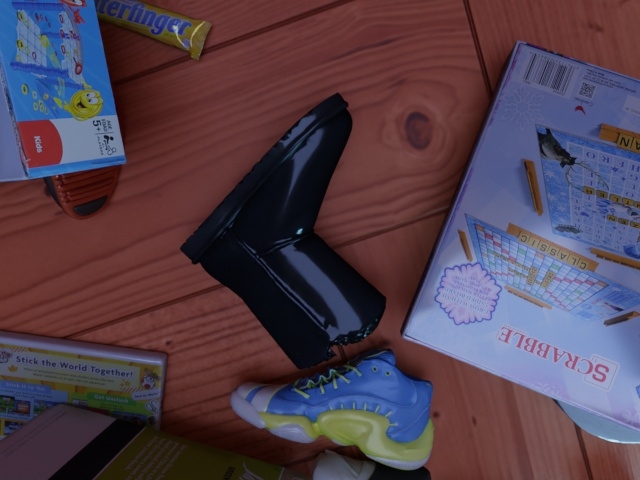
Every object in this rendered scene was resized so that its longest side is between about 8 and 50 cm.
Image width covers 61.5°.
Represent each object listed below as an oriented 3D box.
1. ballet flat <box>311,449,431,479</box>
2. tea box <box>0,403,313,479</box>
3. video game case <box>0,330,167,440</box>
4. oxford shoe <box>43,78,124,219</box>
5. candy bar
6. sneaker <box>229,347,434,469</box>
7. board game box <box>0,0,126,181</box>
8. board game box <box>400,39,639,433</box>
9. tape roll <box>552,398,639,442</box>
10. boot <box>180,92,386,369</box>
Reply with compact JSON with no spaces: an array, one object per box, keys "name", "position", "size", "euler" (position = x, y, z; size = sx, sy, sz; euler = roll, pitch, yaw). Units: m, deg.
[{"name":"ballet flat","position":[-0.005,0.322,0.649],"size":[0.280,0.095,0.096],"euler":[-31,89,5]},{"name":"tea box","position":[-0.207,0.392,0.535],"size":[0.323,0.220,0.329],"euler":[15,99,6]},{"name":"video game case","position":[-0.309,0.219,0.651],"size":[0.227,0.026,0.206],"euler":[9,102,-2]},{"name":"oxford shoe","position":[-0.276,-0.155,0.549],"size":[0.098,0.097,0.271],"euler":[8,111,26]},{"name":"candy bar","position":[-0.196,-0.234,0.558],"size":[0.161,0.018,0.040],"euler":[19,101,-6]},{"name":"sneaker","position":[0.022,0.175,0.630],"size":[0.240,0.091,0.126],"euler":[17,83,-5]},{"name":"board game box","position":[-0.321,-0.198,0.451],"size":[0.308,0.086,0.302],"euler":[2,105,33]},{"name":"board game box","position":[0.284,0.008,0.535],"size":[0.318,0.066,0.318],"euler":[22,89,7]},{"name":"tape roll","position":[0.355,0.118,0.621],"size":[0.219,0.072,0.219],"euler":[0,103,-2]},{"name":"boot","position":[0.000,0.000,0.573],"size":[0.207,0.094,0.246],"euler":[43,105,-6]}]
